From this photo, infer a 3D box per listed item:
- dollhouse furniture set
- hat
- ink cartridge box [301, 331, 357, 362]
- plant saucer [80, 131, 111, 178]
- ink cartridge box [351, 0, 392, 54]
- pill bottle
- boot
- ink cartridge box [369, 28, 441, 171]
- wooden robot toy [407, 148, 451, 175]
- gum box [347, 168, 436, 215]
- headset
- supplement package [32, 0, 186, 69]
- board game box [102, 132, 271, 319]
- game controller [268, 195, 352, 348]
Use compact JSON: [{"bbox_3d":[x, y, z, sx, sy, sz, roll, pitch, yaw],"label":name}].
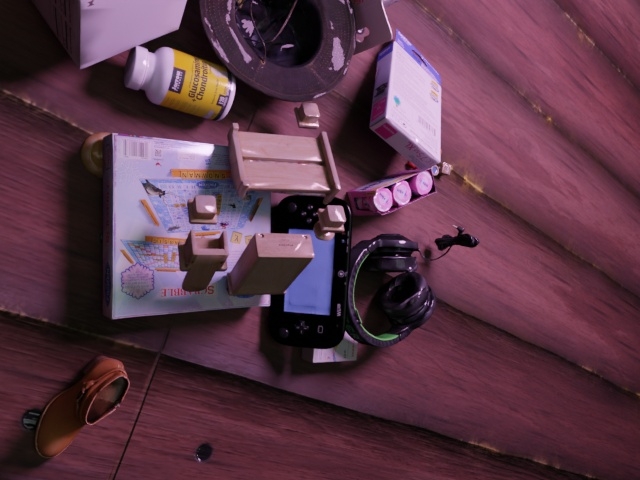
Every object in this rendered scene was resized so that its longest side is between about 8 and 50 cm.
[{"bbox_3d":[-0.136,-0.089,1.060,0.303,0.174,0.356,1,62,-26],"label":"dollhouse furniture set"},{"bbox_3d":[-0.097,-0.418,1.098,0.331,0.134,0.332,1,88,-30],"label":"hat"},{"bbox_3d":[0.024,0.226,1.249,0.122,0.052,0.089,5,89,-35],"label":"ink cartridge box"},{"bbox_3d":[-0.384,-0.152,0.988,0.083,0.015,0.084,-2,93,-33],"label":"plant saucer"},{"bbox_3d":[0.080,-0.587,1.162,0.119,0.207,0.354,-27,107,-28],"label":"ink cartridge box"},{"bbox_3d":[-0.257,-0.291,1.013,0.184,0.103,0.103,9,87,-33],"label":"pill bottle"},{"bbox_3d":[-0.396,0.285,0.914,0.073,0.152,0.197,37,72,-29],"label":"boot"},{"bbox_3d":[0.207,-0.333,1.297,0.185,0.065,0.311,33,51,-30],"label":"ink cartridge box"},{"bbox_3d":[0.274,-0.206,1.381,0.173,0.079,0.076,32,74,-29],"label":"wooden robot toy"},{"bbox_3d":[0.164,-0.112,1.295,0.188,0.107,0.062,-23,104,-30],"label":"gum box"},{"bbox_3d":[0.204,0.085,1.282,0.394,0.185,0.244,-34,110,-38],"label":"headset"},{"bbox_3d":[-0.357,-0.454,0.847,0.199,0.198,0.263,-36,93,-27],"label":"supplement package"},{"bbox_3d":[-0.243,-0.025,1.046,0.318,0.065,0.318,1,91,-37],"label":"board game box"},{"bbox_3d":[-0.021,0.065,1.162,0.067,0.166,0.320,3,90,-70],"label":"game controller"}]
